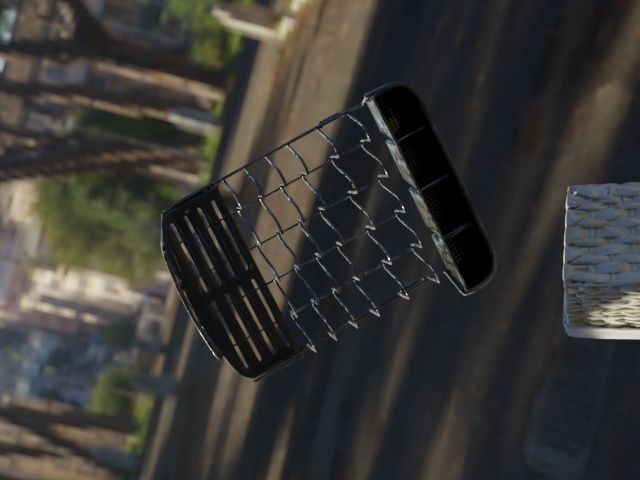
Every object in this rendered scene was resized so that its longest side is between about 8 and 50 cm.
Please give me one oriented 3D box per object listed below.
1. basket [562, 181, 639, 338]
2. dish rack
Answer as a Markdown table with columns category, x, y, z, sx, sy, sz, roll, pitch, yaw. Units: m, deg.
| category | x | y | z | sx | sy | sz | roll | pitch | yaw |
| --- | --- | --- | --- | --- | --- | --- | --- | --- | --- |
| basket | 0.292 | 0.017 | 1.510 | 0.103 | 0.167 | 0.113 | 60 | -148 | -61 |
| dish rack | 0.000 | 0.000 | 1.570 | 0.208 | 0.271 | 0.074 | 63 | 174 | -14 |
